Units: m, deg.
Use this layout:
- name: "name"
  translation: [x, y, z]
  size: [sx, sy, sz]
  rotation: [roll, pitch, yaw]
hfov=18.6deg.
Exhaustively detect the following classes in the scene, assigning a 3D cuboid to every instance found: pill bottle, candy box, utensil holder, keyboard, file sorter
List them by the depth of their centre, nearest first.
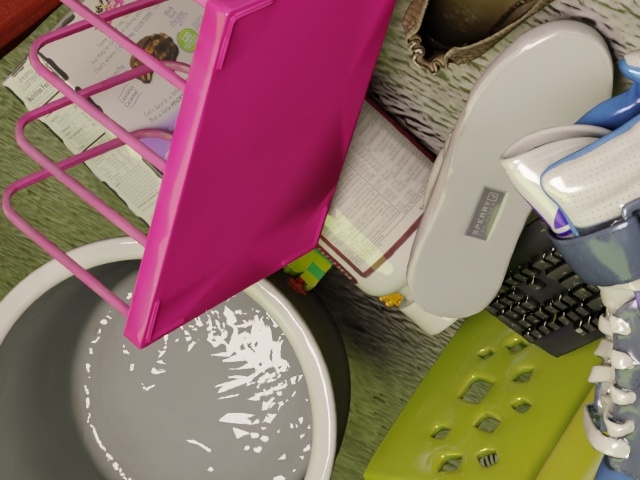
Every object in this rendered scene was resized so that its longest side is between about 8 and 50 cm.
- name: "file sorter"
  translation: [-0.095, -0.116, 1.391]
  size: [0.182, 0.202, 0.291]
  rotation: [37, 131, 23]
- name: "keyboard"
  translation: [0.244, 0.034, 1.414]
  size: [0.201, 0.033, 0.317]
  rotation: [29, 153, -14]
- name: "pill bottle"
  translation: [0.042, -0.033, 1.578]
  size: [0.221, 0.121, 0.121]
  rotation: [42, 159, -6]
- name: "candy box"
  translation: [-0.138, -0.124, 1.628]
  size: [0.196, 0.165, 0.070]
  rotation: [45, 142, -10]
- name: "utensil holder"
  translation: [-0.132, 0.156, 1.824]
  size: [0.327, 0.327, 0.385]
  rotation: [39, -176, 4]

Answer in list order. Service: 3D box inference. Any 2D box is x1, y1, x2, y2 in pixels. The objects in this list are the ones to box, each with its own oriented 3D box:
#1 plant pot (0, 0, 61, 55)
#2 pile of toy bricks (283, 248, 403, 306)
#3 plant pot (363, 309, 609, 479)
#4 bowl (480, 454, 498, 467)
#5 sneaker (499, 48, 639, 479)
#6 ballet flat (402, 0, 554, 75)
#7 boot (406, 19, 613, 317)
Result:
- name: "plant pot"
  translation: [-0.413, -0.231, 1.801]
  size: [0.267, 0.236, 0.267]
  rotation: [44, 159, -11]
- name: "pile of toy bricks"
  translation: [0.000, 0.000, 1.738]
  size: [0.212, 0.105, 0.118]
  rotation: [42, 159, -3]
- name: "plant pot"
  translation: [0.211, 0.194, 1.620]
  size: [0.207, 0.227, 0.228]
  rotation: [2, 137, 49]
- name: "bowl"
  translation: [0.207, 0.297, 2.022]
  size: [0.170, 0.080, 0.170]
  rotation: [34, 159, 15]
- name: "sneaker"
  translation: [0.185, 0.038, 1.206]
  size: [0.236, 0.323, 0.130]
  rotation: [31, -168, -11]
- name: "ballet flat"
  translation: [0.106, -0.166, 1.285]
  size: [0.084, 0.058, 0.250]
  rotation: [41, 159, -4]
- name: "boot"
  translation: [0.127, -0.073, 1.382]
  size: [0.095, 0.123, 0.258]
  rotation: [20, 127, -10]
